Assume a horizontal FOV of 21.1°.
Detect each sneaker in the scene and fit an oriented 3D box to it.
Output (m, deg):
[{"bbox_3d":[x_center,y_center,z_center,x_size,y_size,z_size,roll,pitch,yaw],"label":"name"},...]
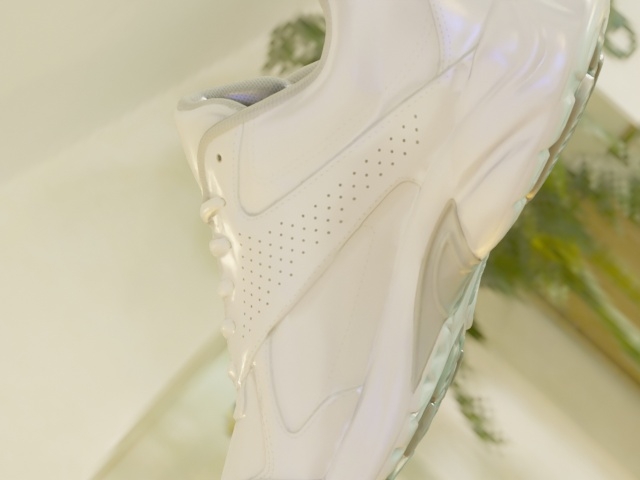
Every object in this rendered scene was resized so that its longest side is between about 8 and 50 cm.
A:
[{"bbox_3d":[0.000,0.000,0.552,0.232,0.115,0.090,-66,-8,21],"label":"sneaker"}]
